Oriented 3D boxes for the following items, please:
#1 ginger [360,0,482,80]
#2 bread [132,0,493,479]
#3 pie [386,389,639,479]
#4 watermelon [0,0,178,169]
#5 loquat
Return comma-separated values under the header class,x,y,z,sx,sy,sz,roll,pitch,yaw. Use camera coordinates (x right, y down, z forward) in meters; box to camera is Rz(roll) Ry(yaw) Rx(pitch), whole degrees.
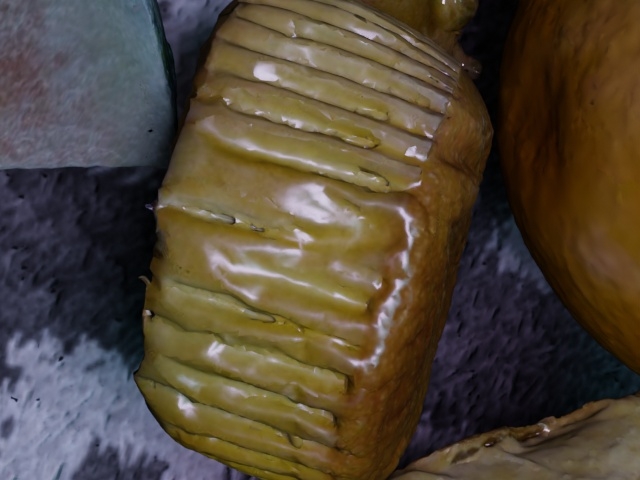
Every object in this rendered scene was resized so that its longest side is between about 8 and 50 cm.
class,x,y,z,sx,sy,sz,roll,pitch,yaw
ginger,0.034,-0.127,1.056,0.115,0.081,0.205,-39,116,4
bread,0.000,0.000,0.945,0.142,0.253,0.227,16,91,2
pie,0.082,0.189,1.062,0.339,0.339,0.083,-23,67,-11
watermelon,-0.240,-0.148,0.875,0.258,0.228,0.387,-43,125,2
loquat,0.244,-0.064,0.963,0.328,0.328,0.328,-6,106,-22
